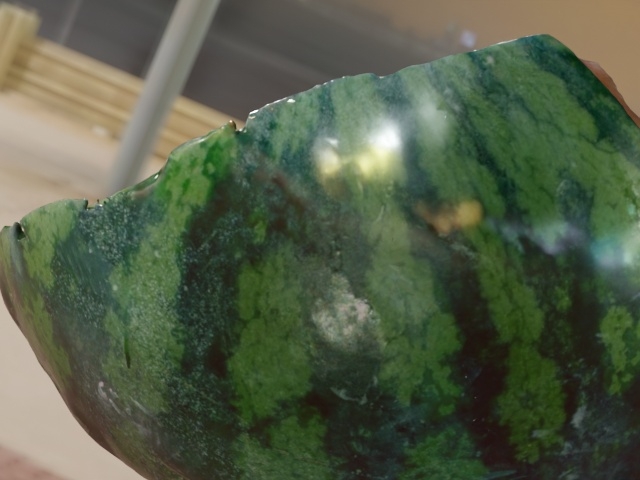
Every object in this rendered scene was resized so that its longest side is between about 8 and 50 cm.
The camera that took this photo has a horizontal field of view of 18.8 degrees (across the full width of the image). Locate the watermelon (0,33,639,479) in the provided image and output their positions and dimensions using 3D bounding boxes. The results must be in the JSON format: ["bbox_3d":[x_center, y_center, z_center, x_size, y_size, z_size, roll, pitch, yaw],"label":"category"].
[{"bbox_3d":[0.007,-0.002,0.921,0.319,0.292,0.222,55,-15,32],"label":"watermelon"}]
